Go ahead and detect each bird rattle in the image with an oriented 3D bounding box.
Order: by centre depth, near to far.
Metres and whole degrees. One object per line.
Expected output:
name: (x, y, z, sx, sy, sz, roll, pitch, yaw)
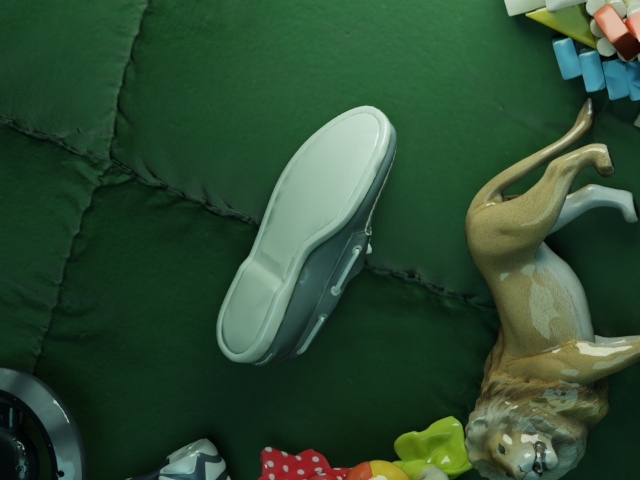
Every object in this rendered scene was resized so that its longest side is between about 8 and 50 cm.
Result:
bird rattle: (0.052, 0.270, 1.532, 0.254, 0.207, 0.143, 2, 90, -2)

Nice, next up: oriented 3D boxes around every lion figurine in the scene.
lion figurine: (0.236, 0.064, 1.481, 0.240, 0.142, 0.392, -14, 91, 20)

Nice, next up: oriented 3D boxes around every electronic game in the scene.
electronic game: (-0.370, 0.262, 1.630, 0.229, 0.048, 0.229, 3, 96, 27)

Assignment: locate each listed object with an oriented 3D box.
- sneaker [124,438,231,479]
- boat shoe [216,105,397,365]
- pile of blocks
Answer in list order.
sneaker: (-0.194, 0.352, 1.639, 0.235, 0.094, 0.153, -29, 93, 6)
boat shoe: (0.000, 0.000, 1.515, 0.099, 0.116, 0.319, 18, 108, -44)
pile of blocks: (0.338, -0.175, 1.383, 0.362, 0.112, 0.148, 21, 109, 1)
